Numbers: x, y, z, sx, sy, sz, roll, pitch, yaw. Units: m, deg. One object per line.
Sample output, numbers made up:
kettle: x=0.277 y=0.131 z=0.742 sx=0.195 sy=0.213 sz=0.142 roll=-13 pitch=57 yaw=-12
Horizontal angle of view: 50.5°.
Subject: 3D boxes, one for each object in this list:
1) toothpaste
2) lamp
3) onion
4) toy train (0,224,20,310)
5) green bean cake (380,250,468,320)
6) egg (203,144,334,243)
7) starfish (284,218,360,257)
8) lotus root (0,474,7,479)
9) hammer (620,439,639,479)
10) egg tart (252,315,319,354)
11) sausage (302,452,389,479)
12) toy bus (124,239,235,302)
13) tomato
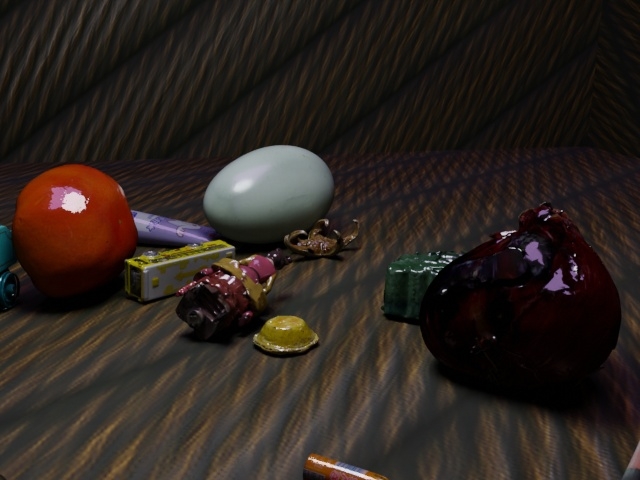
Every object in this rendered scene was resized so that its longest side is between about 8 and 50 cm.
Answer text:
toothpaste: x=-0.361 y=-0.018 z=1.616 sx=0.371 sy=0.080 sz=0.125 roll=10 pitch=13 yaw=3
lamp: x=-0.140 y=0.081 z=1.169 sx=0.118 sy=0.118 sz=0.253 roll=6 pitch=18 yaw=20
onion: x=0.272 y=0.095 z=0.954 sx=0.281 sy=0.281 sz=0.221 roll=14 pitch=-12 yaw=40
toy train: x=-0.601 y=0.054 z=1.158 sx=0.112 sy=0.163 sz=0.203 roll=2 pitch=16 yaw=0
green bean cake: x=0.226 y=0.075 z=1.203 sx=0.208 sy=0.107 sz=0.193 roll=6 pitch=18 yaw=24
egg: x=-0.117 y=-0.107 z=1.613 sx=0.230 sy=0.230 sz=0.371 roll=13 pitch=22 yaw=38
starfish: x=-0.001 y=-0.001 z=1.522 sx=0.146 sy=0.074 sz=0.190 roll=10 pitch=18 yaw=35
lotus root: x=-0.327 y=0.259 z=0.567 sx=0.080 sy=0.089 sz=0.179 roll=-40 pitch=3 yaw=25
hammer: x=0.308 y=0.237 z=0.667 sx=0.033 sy=0.111 sz=0.287 roll=8 pitch=25 yaw=36
egg tart: x=-0.055 y=0.146 z=1.069 sx=0.105 sy=0.039 sz=0.105 roll=-1 pitch=14 yaw=0
sausage: x=0.032 y=0.251 z=0.708 sx=0.107 sy=0.031 sz=0.031 roll=9 pitch=18 yaw=29
toy bus: x=-0.270 y=0.057 z=1.319 sx=0.074 sy=0.081 sz=0.226 roll=20 pitch=21 yaw=39
tomato: x=-0.447 y=-0.019 z=1.256 sx=0.180 sy=0.260 sz=0.260 roll=-11 pitch=13 yaw=12
